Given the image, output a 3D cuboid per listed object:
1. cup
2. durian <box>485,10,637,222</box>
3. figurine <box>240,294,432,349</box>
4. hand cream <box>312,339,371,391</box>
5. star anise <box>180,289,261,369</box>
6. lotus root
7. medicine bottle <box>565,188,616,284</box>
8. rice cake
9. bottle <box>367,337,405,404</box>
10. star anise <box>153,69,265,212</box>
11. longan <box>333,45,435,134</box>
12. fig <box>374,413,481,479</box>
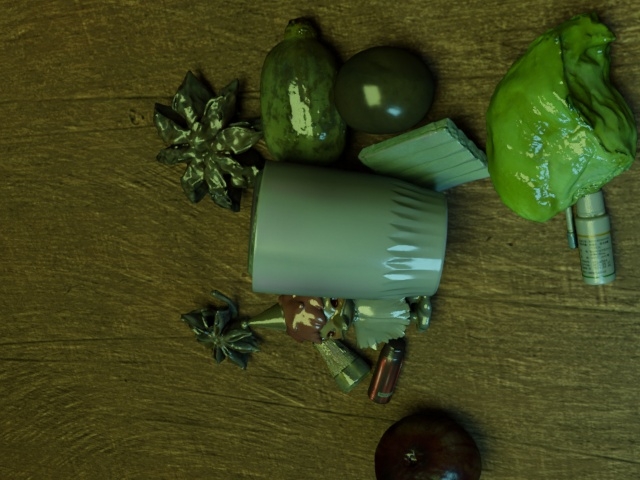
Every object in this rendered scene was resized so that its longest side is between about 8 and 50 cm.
[{"bbox_3d":[0.043,-0.011,1.752,0.372,0.253,0.253,6,119,1],"label":"cup"},{"bbox_3d":[0.396,-0.189,1.568,0.340,0.204,0.255,-44,73,39],"label":"durian"},{"bbox_3d":[0.032,0.140,1.893,0.387,0.166,0.207,-1,118,-10],"label":"figurine"},{"bbox_3d":[0.021,0.246,2.088,0.203,0.084,0.084,48,127,7],"label":"hand cream"},{"bbox_3d":[-0.233,0.210,2.208,0.209,0.089,0.231,31,132,-1],"label":"star anise"},{"bbox_3d":[-0.037,-0.280,1.817,0.173,0.173,0.309,1,107,30],"label":"lotus root"},{"bbox_3d":[0.487,-0.032,1.692,0.092,0.061,0.220,8,114,52],"label":"medicine bottle"},{"bbox_3d":[0.207,-0.149,1.760,0.198,0.037,0.189,-24,133,40],"label":"rice cake"},{"bbox_3d":[0.149,0.284,2.043,0.060,0.060,0.164,25,123,18],"label":"bottle"},{"bbox_3d":[-0.240,-0.206,1.990,0.332,0.117,0.331,10,112,24],"label":"star anise"},{"bbox_3d":[0.117,-0.277,1.715,0.189,0.189,0.189,13,119,25],"label":"longan"},{"bbox_3d":[0.233,0.496,2.004,0.235,0.235,0.214,32,162,13],"label":"fig"}]
